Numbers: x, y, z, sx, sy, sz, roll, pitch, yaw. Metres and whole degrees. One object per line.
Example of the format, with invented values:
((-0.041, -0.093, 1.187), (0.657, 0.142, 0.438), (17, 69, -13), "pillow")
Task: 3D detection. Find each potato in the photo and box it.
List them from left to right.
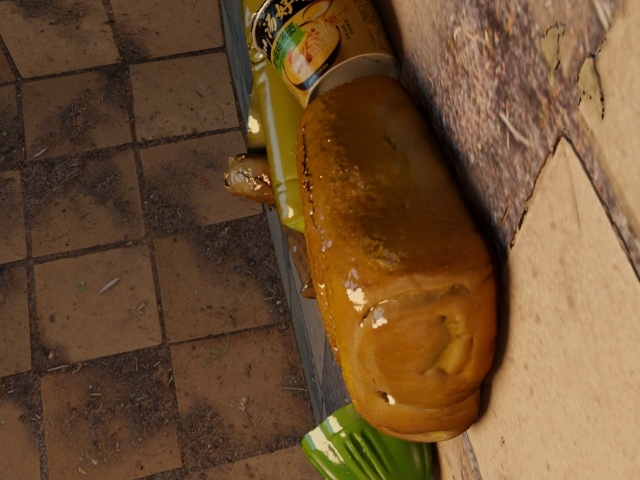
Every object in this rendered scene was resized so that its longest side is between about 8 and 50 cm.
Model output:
((-0.050, -0.247, 1.327), (0.271, 0.111, 0.160), (-77, -4, -50), "potato")

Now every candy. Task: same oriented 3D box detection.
((0.000, 0.000, 1.316), (0.271, 0.143, 0.101), (-114, 39, -48), "candy")

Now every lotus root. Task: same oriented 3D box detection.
((0.088, 0.301, 1.068), (0.186, 0.186, 0.186), (169, 90, -83), "lotus root")

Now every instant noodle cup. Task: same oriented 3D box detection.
((0.014, -0.211, 0.882), (0.151, 0.151, 0.122), (96, 152, -66), "instant noodle cup")

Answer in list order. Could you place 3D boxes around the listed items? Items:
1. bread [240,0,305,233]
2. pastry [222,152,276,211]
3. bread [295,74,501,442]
((-0.015, -0.197, 1.156), (0.166, 0.112, 0.383), (-7, -94, -59), "bread")
((-0.081, -0.098, 1.267), (0.153, 0.153, 0.081), (131, 154, -81), "pastry")
((0.060, 0.038, 0.836), (0.328, 0.148, 0.337), (88, 169, -51), "bread")
